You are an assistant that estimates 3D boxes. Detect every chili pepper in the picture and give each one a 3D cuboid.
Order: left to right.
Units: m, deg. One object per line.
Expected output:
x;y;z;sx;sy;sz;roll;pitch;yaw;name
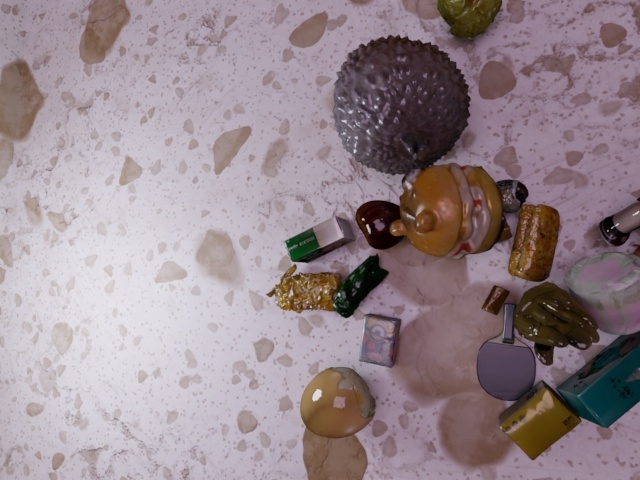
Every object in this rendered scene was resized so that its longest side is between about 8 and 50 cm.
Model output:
0.124;0.140;1.298;0.098;0.061;0.224;41;85;-6;chili pepper

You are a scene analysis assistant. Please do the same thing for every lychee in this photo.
0.215;-0.383;1.169;0.380;0.380;0.432;-23;54;18;lychee

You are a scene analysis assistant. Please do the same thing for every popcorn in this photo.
0.444;-0.711;1.224;0.198;0.198;0.212;36;65;20;popcorn

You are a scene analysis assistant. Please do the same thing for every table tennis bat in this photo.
0.528;0.315;1.176;0.154;0.021;0.274;5;89;20;table tennis bat

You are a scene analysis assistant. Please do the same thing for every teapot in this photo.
0.723;0.122;0.981;0.221;0.163;0.178;-24;109;24;teapot

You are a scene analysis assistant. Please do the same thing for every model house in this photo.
0.488;-0.043;1.179;0.087;0.100;0.101;-21;78;18;model house

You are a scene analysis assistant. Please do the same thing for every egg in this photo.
0.044;0.489;1.249;0.244;0.201;0.201;-38;73;22;egg

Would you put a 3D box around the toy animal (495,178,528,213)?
0.525;-0.141;1.184;0.098;0.098;0.137;-41;51;13;toy animal

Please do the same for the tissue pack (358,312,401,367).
0.183;0.308;1.286;0.108;0.060;0.148;8;87;23;tissue pack

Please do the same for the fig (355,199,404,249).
0.203;-0.048;1.261;0.202;0.148;0.149;-2;65;29;fig

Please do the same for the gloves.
0.550;0.186;1.013;0.154;0.331;0.141;-42;80;19;gloves

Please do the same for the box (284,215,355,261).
0.000;0.000;1.345;0.199;0.135;0.081;-28;77;17;box

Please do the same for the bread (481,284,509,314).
0.502;0.171;1.190;0.047;0.036;0.083;28;98;19;bread

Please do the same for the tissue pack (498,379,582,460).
0.579;0.478;1.105;0.120;0.082;0.169;46;102;12;tissue pack

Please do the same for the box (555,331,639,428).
0.719;0.329;1.007;0.245;0.153;0.092;-39;73;0;box

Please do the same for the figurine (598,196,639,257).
0.872;0.022;0.975;0.320;0.196;0.323;-38;74;19;figurine

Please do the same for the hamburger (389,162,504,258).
0.323;-0.079;1.128;0.236;0.276;0.276;-4;82;-13;hamburger

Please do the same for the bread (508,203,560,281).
0.584;0.007;1.131;0.083;0.114;0.211;7;87;62;bread

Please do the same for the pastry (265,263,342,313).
-0.049;0.160;1.364;0.250;0.102;0.154;-2;96;18;pastry
